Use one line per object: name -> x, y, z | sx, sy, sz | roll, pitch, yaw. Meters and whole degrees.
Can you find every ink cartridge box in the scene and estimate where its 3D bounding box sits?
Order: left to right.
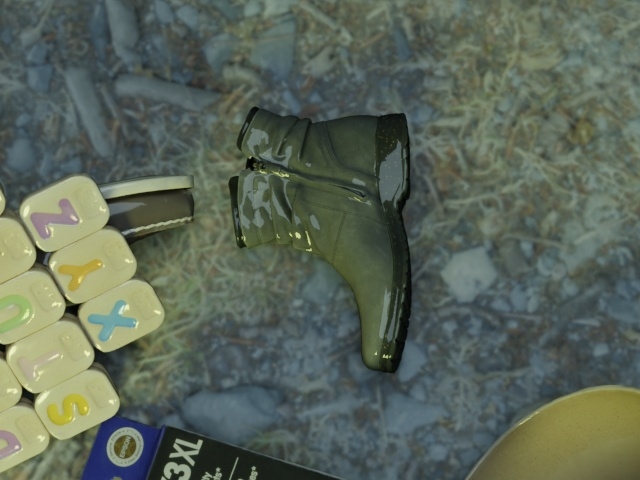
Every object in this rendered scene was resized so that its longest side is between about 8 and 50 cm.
ink cartridge box -> -0.061, 0.266, 1.545 | 0.371, 0.069, 0.176 | 14, 77, 24

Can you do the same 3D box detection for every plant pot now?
plant pot -> 0.254, 0.289, 1.531 | 0.191, 0.284, 0.284 | 38, 79, -30

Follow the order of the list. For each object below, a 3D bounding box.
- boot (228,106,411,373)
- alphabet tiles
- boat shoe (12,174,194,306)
boot -> 0.000, 0.000, 1.657 | 0.161, 0.083, 0.246 | -1, 74, 5
alphabet tiles -> -0.284, 0.068, 1.564 | 0.278, 0.021, 0.284 | -25, 122, -1
boat shoe -> -0.257, 0.021, 1.622 | 0.324, 0.116, 0.097 | -16, 85, 0
